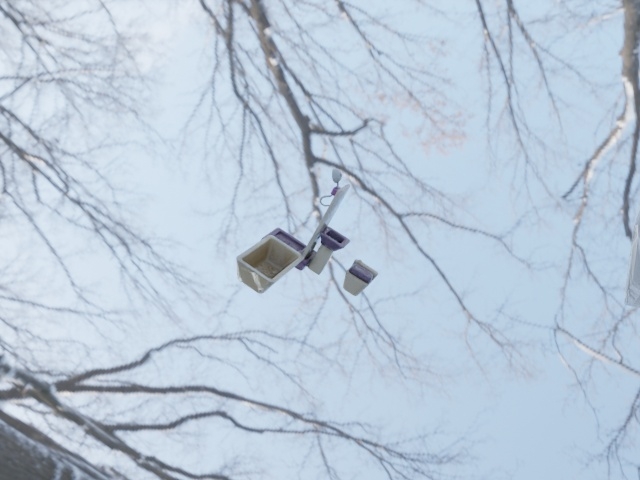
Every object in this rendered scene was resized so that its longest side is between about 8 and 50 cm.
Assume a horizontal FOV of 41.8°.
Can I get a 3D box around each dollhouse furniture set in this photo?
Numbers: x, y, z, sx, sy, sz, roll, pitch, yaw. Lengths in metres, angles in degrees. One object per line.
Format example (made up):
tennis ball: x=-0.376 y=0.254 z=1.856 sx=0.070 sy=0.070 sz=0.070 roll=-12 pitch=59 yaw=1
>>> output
dollhouse furniture set: x=0.000 y=0.000 z=0.615 sx=0.091 sy=0.114 sz=0.081 roll=33 pitch=-66 yaw=8

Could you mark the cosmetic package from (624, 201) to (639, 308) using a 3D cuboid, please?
cosmetic package: x=0.495 y=-0.016 z=0.756 sx=0.385 sy=0.156 sz=0.217 roll=15 pitch=-120 yaw=26
